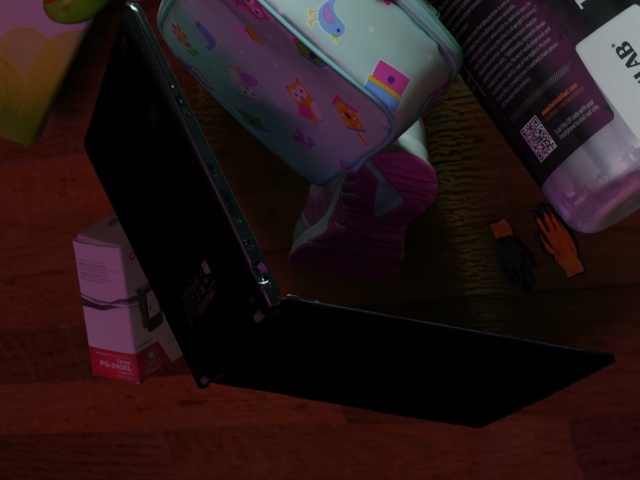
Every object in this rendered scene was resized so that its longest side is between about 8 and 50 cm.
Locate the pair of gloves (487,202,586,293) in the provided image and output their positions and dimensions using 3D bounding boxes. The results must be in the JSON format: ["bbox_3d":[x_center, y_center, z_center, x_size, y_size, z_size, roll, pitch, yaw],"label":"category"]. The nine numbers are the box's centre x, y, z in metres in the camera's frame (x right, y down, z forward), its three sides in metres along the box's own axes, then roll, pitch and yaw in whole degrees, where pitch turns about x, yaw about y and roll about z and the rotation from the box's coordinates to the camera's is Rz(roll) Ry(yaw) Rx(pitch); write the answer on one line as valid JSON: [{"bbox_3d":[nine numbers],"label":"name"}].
[{"bbox_3d":[0.190,0.007,1.734,0.083,0.010,0.074,-21,99,41],"label":"pair of gloves"}]

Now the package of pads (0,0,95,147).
[{"bbox_3d":[-0.371,-0.231,1.864,0.296,0.101,0.229,18,137,-16],"label":"package of pads"}]

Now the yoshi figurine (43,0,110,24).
[{"bbox_3d":[-0.110,-0.322,1.695,0.362,0.203,0.203,-29,75,28],"label":"yoshi figurine"}]

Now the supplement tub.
[{"bbox_3d":[0.186,-0.193,1.502,0.207,0.207,0.338,-42,78,40],"label":"supplement tub"}]

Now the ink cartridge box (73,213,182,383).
[{"bbox_3d":[-0.182,0.051,1.953,0.063,0.109,0.150,10,116,33],"label":"ink cartridge box"}]

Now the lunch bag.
[{"bbox_3d":[-0.018,-0.163,1.527,0.224,0.108,0.279,45,163,-4],"label":"lunch bag"}]

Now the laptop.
[{"bbox_3d":[0.000,0.000,1.662,0.408,0.236,0.382,64,163,7],"label":"laptop"}]

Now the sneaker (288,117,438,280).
[{"bbox_3d":[0.042,-0.049,1.764,0.103,0.111,0.252,13,148,-15],"label":"sneaker"}]
